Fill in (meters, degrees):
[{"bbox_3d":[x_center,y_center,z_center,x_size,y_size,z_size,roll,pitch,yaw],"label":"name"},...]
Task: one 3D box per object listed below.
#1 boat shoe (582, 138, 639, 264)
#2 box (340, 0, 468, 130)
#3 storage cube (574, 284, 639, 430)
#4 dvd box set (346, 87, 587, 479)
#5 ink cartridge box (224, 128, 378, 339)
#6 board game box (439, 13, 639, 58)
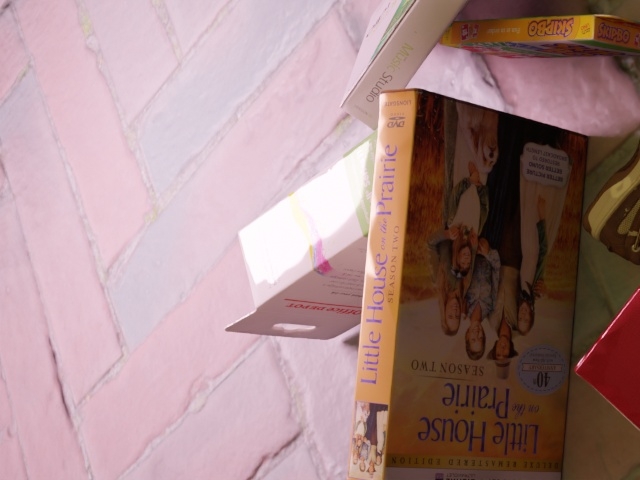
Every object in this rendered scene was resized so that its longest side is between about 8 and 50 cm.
[{"bbox_3d":[0.392,-0.082,1.644,0.095,0.095,0.257,47,125,27],"label":"boat shoe"},{"bbox_3d":[0.125,-0.294,1.861,0.232,0.058,0.322,-54,10,27],"label":"box"},{"bbox_3d":[0.401,0.103,1.482,0.183,0.215,0.193,44,116,21],"label":"storage cube"},{"bbox_3d":[0.170,0.064,1.693,0.062,0.307,0.420,0,83,47],"label":"dvd box set"},{"bbox_3d":[0.043,0.002,1.922,0.353,0.207,0.119,-34,60,39],"label":"ink cartridge box"},{"bbox_3d":[0.273,-0.236,1.769,0.259,0.124,0.039,2,89,49],"label":"board game box"}]
